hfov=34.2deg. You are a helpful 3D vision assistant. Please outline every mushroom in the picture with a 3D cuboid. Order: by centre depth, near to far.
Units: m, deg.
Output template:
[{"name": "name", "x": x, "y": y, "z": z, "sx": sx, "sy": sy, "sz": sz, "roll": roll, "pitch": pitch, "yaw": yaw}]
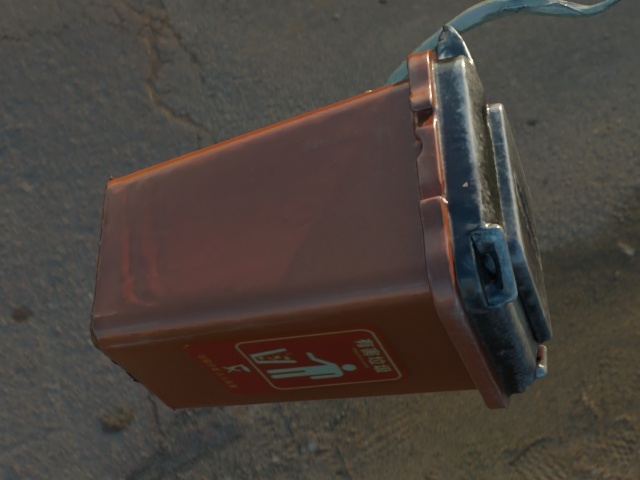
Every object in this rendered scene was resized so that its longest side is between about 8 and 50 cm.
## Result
[{"name": "mushroom", "x": 0.169, "y": -0.213, "z": 1.111, "sx": 0.306, "sy": 0.043, "sz": 0.068, "roll": -27, "pitch": 104, "yaw": 24}]

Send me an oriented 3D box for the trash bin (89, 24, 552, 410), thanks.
[{"name": "trash bin", "x": 0.000, "y": 0.000, "z": 0.596, "sx": 0.238, "sy": 0.161, "sz": 0.184, "roll": -10, "pitch": 57, "yaw": 16}]
